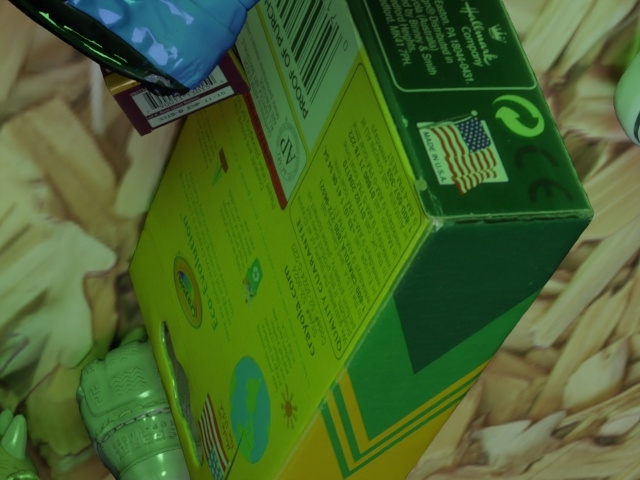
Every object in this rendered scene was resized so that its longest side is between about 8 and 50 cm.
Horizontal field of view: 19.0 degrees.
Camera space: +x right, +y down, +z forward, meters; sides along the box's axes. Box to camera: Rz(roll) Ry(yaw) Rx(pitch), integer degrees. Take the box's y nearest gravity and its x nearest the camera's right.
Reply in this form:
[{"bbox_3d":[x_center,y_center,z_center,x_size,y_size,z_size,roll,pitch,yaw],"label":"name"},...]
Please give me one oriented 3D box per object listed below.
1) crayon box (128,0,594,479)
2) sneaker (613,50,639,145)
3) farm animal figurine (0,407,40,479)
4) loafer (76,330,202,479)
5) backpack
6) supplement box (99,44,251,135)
[{"bbox_3d":[0.000,0.000,0.903,0.081,0.202,0.318,-3,147,-25],"label":"crayon box"},{"bbox_3d":[0.273,-0.108,0.983,0.258,0.091,0.094,-32,147,20],"label":"sneaker"},{"bbox_3d":[-0.170,0.197,1.074,0.327,0.330,0.172,35,81,-41],"label":"farm animal figurine"},{"bbox_3d":[-0.058,0.166,1.217,0.112,0.111,0.319,-26,148,11],"label":"loafer"},{"bbox_3d":[-0.075,-0.118,0.731,0.120,0.098,0.101,39,96,-11],"label":"backpack"},{"bbox_3d":[-0.071,-0.096,0.822,0.055,0.083,0.043,-22,151,5],"label":"supplement box"}]
